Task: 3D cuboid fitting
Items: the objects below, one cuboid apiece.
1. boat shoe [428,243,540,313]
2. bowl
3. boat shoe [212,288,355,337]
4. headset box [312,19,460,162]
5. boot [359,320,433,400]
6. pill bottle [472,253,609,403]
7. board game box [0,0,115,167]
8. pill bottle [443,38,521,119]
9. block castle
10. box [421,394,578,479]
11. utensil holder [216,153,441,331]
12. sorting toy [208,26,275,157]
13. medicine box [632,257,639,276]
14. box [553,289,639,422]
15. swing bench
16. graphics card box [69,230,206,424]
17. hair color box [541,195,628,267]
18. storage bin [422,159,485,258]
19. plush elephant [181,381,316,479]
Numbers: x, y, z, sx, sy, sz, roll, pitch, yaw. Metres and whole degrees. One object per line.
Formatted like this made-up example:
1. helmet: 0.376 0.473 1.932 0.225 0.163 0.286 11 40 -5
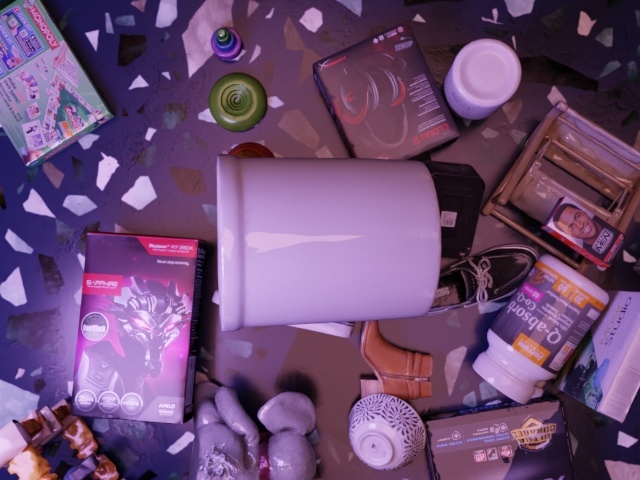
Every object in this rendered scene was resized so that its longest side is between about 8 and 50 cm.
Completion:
1. boat shoe: 0.312 0.082 1.690 0.306 0.105 0.113 -13 88 1
2. bowl: 0.122 0.407 1.667 0.170 0.080 0.170 7 109 21
3. boat shoe: -0.070 0.122 1.700 0.301 0.108 0.102 13 89 -1
4. headset box: 0.140 -0.270 1.702 0.218 0.110 0.293 -24 88 0
5. boot: 0.159 0.242 1.710 0.152 0.073 0.197 -1 100 3
6. pill bottle: 0.439 0.180 1.652 0.162 0.162 0.278 34 96 2
7. board game box: -0.617 -0.345 1.756 0.213 0.046 0.317 -32 88 0
8. pill bottle: 0.315 -0.312 1.639 0.131 0.229 0.131 0 88 2
9. block castle: -0.525 0.486 1.535 0.213 0.453 0.303 -38 89 -7
10. box: 0.377 0.490 1.697 0.295 0.073 0.293 -9 87 2
11. utensil holder: 0.000 0.000 1.542 0.385 0.327 0.328 -2 88 -9
12. sorting toy: -0.175 -0.274 1.704 0.127 0.126 0.366 -10 89 1
13. medicine box: 0.797 -0.009 1.601 0.149 0.263 0.289 38 90 2
14. box: 0.556 0.209 1.574 0.058 0.322 0.232 26 89 4
15. swing bench: 0.513 -0.104 1.666 0.253 0.165 0.255 34 84 3
16. graphics card box: -0.362 0.172 1.640 0.232 0.094 0.371 4 86 3
17. hair color box: 0.501 -0.016 1.554 0.141 0.043 0.072 33 86 2
18. storage bin: 0.253 -0.062 1.668 0.122 0.084 0.180 5 113 -8
19. plush elephant: -0.125 0.431 1.628 0.255 0.330 0.272 8 81 -17
